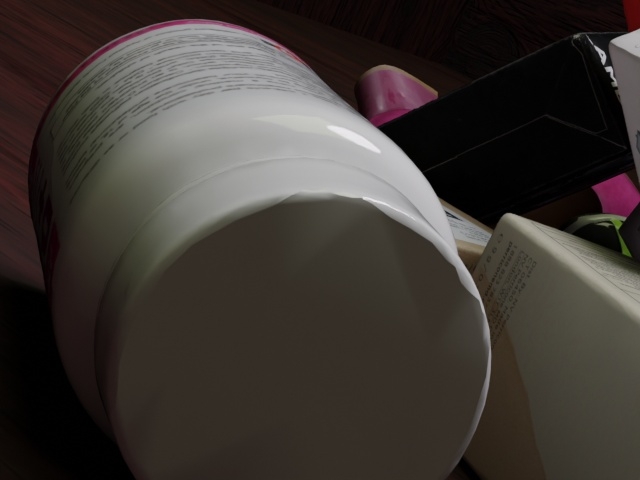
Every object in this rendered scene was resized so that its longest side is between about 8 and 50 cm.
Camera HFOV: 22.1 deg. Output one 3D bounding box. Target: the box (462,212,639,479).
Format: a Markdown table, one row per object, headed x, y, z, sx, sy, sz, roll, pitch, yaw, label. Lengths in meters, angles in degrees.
| x | y | z | sx | sy | sz | roll | pitch | yaw | label |
| --- | --- | --- | --- | --- | --- | --- | --- | --- | --- |
| 0.175 | 0.104 | 0.764 | 0.148 | 0.121 | 0.311 | 21 | 11 | -20 | box |

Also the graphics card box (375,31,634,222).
| x | y | z | sx | sy | sz | roll | pitch | yaw | label |
| --- | --- | --- | --- | --- | --- | --- | --- | --- | --- |
| 0.172 | -0.079 | 1.270 | 0.371 | 0.233 | 0.094 | -13 | 80 | -63 | graphics card box |

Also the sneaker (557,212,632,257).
| x | y | z | sx | sy | sz | roll | pitch | yaw | label |
| --- | --- | --- | --- | --- | --- | --- | --- | --- | --- |
| 0.311 | 0.046 | 1.447 | 0.235 | 0.084 | 0.097 | 21 | 12 | -14 | sneaker |

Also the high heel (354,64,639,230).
| x | y | z | sx | sy | sz | roll | pitch | yaw | label |
| --- | --- | --- | --- | --- | --- | --- | --- | --- | --- |
| 0.186 | -0.022 | 1.561 | 0.377 | 0.127 | 0.181 | 22 | 36 | -23 | high heel |

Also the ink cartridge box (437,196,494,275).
| x | y | z | sx | sy | sz | roll | pitch | yaw | label |
| --- | --- | --- | --- | --- | --- | --- | --- | --- | --- |
| 0.000 | 0.000 | 0.993 | 0.235 | 0.088 | 0.193 | 14 | 16 | -41 | ink cartridge box |

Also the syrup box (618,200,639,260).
| x | y | z | sx | sy | sz | roll | pitch | yaw | label |
| --- | --- | --- | --- | --- | --- | --- | --- | --- | --- |
| 0.383 | 0.022 | 1.394 | 0.237 | 0.096 | 0.093 | 22 | 27 | -24 | syrup box |

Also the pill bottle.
| x | y | z | sx | sy | sz | roll | pitch | yaw | label |
| --- | --- | --- | --- | --- | --- | --- | --- | --- | --- |
| -0.035 | 0.007 | 0.683 | 0.160 | 0.160 | 0.283 | 20 | 11 | -18 | pill bottle |

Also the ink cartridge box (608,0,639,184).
| x | y | z | sx | sy | sz | roll | pitch | yaw | label |
| --- | --- | --- | --- | --- | --- | --- | --- | --- | --- |
| 0.233 | 0.003 | 0.988 | 0.066 | 0.296 | 0.261 | -21 | 25 | -7 | ink cartridge box |
